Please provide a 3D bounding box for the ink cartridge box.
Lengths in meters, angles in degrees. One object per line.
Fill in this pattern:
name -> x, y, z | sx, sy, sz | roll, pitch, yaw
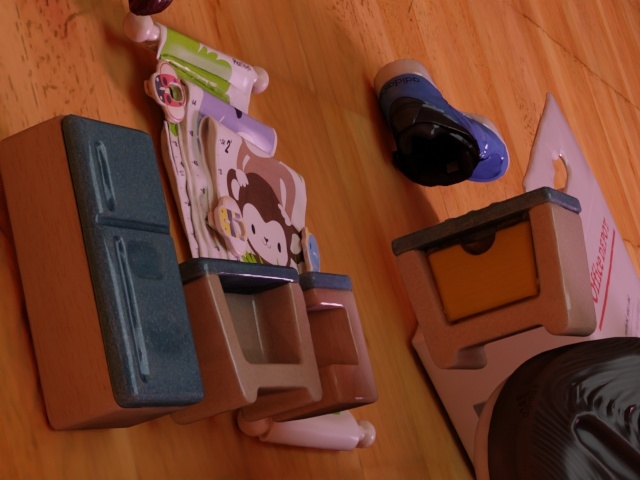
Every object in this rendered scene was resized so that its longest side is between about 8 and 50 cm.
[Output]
ink cartridge box -> 0.172, 0.096, 1.146 | 0.353, 0.119, 0.207 | 64, 22, -16

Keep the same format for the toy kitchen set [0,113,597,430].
toy kitchen set -> 0.000, 0.000, 0.695 | 0.207, 0.166, 0.122 | 8, 65, -60

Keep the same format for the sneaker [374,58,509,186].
sneaker -> 0.096, -0.063, 1.195 | 0.152, 0.058, 0.084 | 41, 28, -45

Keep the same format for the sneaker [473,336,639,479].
sneaker -> 0.156, 0.203, 0.880 | 0.447, 0.257, 0.169 | 42, 58, -36

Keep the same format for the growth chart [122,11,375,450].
growth chart -> -0.033, 0.002, 0.860 | 0.172, 0.021, 0.237 | 2, 70, -68

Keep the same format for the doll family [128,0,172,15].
doll family -> -0.100, -0.171, 0.791 | 0.111, 0.076, 0.193 | 67, 25, -18
